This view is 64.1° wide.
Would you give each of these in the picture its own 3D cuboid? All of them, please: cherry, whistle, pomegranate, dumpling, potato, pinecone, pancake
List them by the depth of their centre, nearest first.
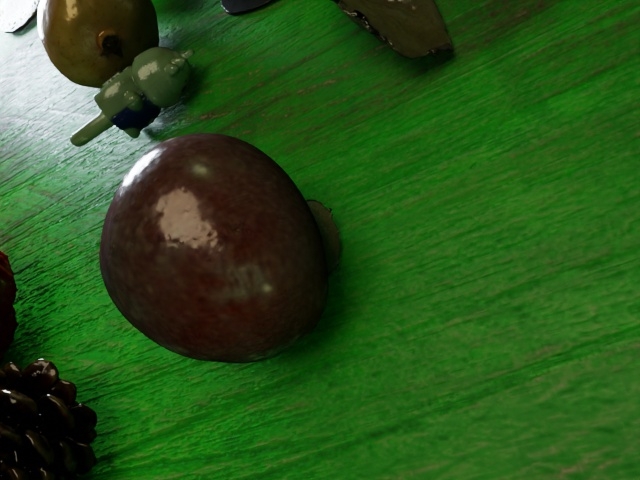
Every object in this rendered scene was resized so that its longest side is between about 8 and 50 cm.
[{"bbox_3d":[-0.123,0.009,0.554,0.212,0.236,0.285,-30,61,-31],"label":"cherry"},{"bbox_3d":[0.001,-0.001,0.600,0.037,0.036,0.093,-8,86,-11],"label":"potato"},{"bbox_3d":[-0.400,0.271,0.604,0.224,0.272,0.225,5,109,16],"label":"pinecone"},{"bbox_3d":[0.047,-0.341,0.661,0.165,0.086,0.333,-9,64,-8],"label":"dumpling"},{"bbox_3d":[-0.292,-0.222,0.803,0.244,0.092,0.110,-35,30,9],"label":"whistle"},{"bbox_3d":[-0.359,-0.342,0.839,0.191,0.191,0.192,-10,68,26],"label":"pomegranate"},{"bbox_3d":[-0.693,-0.568,1.200,0.199,0.021,0.200,-10,68,26],"label":"pancake"}]

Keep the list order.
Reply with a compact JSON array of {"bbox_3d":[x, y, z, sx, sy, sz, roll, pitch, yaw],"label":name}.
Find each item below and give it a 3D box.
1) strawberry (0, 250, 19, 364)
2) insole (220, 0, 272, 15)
[{"bbox_3d":[-0.618,0.132,0.796,0.312,0.267,0.351,-48,21,-25],"label":"strawberry"},{"bbox_3d":[-0.028,-0.444,0.784,0.309,0.012,0.110,-30,62,17],"label":"insole"}]
